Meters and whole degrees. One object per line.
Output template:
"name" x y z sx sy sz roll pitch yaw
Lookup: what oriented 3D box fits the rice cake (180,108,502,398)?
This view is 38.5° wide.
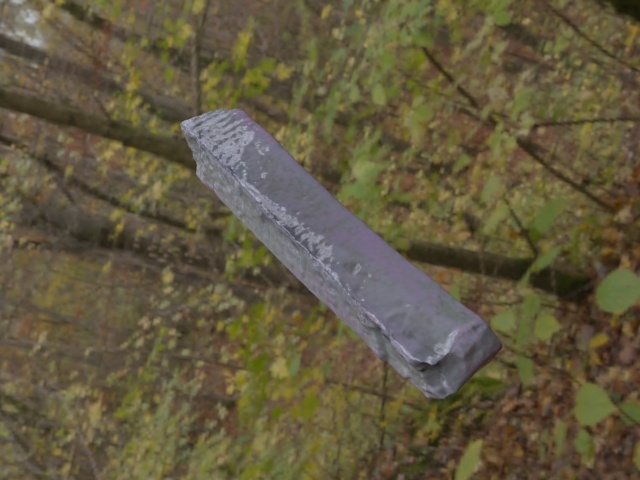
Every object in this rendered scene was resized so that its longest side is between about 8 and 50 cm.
"rice cake" 0.000 0.000 0.754 0.365 0.072 0.056 42 150 35
